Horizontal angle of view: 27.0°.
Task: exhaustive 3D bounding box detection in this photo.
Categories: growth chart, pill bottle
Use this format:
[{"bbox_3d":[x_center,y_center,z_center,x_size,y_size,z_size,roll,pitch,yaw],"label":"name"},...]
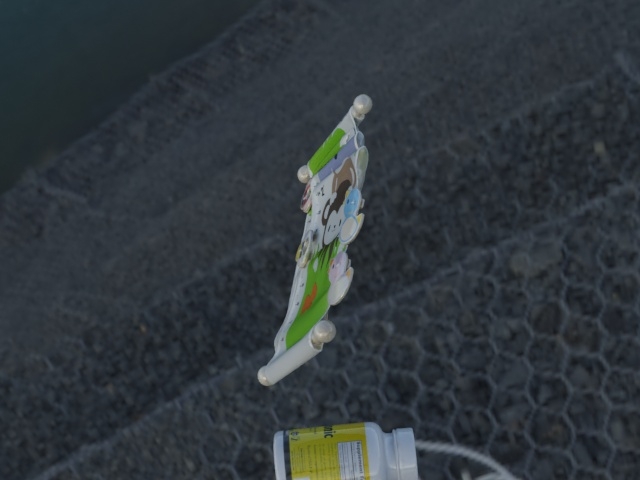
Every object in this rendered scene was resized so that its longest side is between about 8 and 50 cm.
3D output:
[{"bbox_3d":[0.000,0.000,1.042,0.021,0.172,0.237,19,57,-13],"label":"growth chart"},{"bbox_3d":[0.021,0.185,1.112,0.116,0.065,0.065,-5,43,1],"label":"pill bottle"}]
